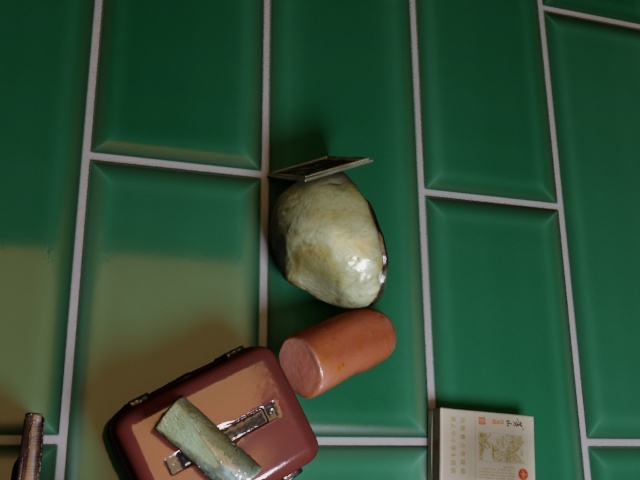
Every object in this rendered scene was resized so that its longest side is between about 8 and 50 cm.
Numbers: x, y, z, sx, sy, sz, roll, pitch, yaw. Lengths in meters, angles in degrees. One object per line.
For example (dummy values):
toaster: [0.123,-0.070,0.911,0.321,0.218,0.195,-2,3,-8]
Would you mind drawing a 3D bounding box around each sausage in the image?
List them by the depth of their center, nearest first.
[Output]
sausage: [0.043,0.187,1.398,0.259,0.113,0.114,-17,79,-50]

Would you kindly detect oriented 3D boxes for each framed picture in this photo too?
framed picture: [-0.006,-0.137,1.476,0.142,0.183,0.011,-18,105,-22]

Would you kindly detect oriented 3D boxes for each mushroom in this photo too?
mushroom: [0.003,0.000,1.427,0.164,0.189,0.267,-11,77,-18]

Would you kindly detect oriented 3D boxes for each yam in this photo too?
yam: [-0.165,0.305,1.168,0.169,0.068,0.068,43,66,-3]

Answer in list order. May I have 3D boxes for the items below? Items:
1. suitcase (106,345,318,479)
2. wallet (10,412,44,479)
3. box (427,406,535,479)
suitcase: [-0.174,0.324,1.286,0.297,0.161,0.236,-25,85,-25]
wallet: [-0.448,0.381,1.195,0.042,0.124,0.230,5,73,-22]
box: [0.302,0.391,1.483,0.201,0.058,0.141,7,72,-16]
